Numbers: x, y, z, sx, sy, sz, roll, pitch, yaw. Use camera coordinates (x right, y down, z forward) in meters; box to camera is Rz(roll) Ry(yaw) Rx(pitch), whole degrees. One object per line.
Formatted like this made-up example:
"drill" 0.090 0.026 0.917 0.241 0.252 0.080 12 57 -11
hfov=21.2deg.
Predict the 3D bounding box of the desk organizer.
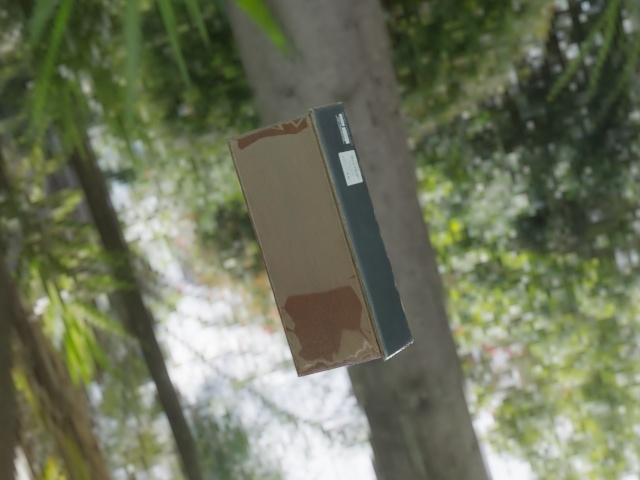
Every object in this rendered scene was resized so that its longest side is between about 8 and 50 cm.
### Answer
"desk organizer" 0.000 0.000 0.871 0.050 0.130 0.047 -15 -177 22
